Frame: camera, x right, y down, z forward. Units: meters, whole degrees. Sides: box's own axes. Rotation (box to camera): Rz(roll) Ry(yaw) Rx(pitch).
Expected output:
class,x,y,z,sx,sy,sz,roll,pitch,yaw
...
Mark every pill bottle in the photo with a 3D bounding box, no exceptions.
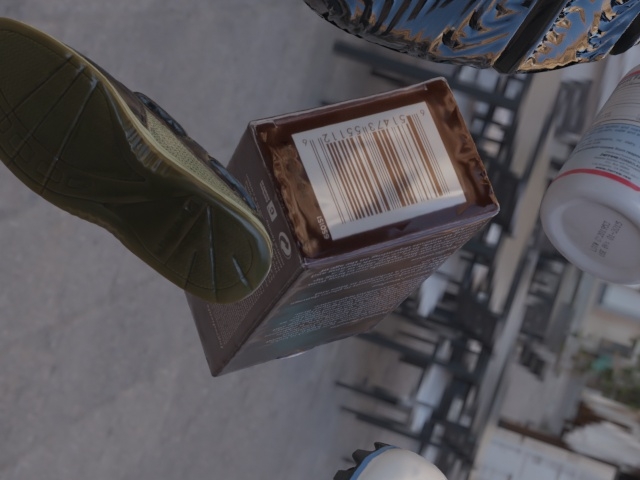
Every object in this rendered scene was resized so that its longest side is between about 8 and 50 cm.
class,x,y,z,sx,sy,sz,roll,pitch,yaw
pill bottle,0.208,-0.056,0.872,0.160,0.087,0.087,-52,158,-29

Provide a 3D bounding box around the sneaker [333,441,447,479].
class,x,y,z,sx,sy,sz,roll,pitch,yaw
sneaker,0.063,0.176,0.570,0.085,0.086,0.237,-45,127,-35

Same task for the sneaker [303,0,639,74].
class,x,y,z,sx,sy,sz,roll,pitch,yaw
sneaker,0.115,-0.227,0.520,0.447,0.257,0.169,-21,162,-35

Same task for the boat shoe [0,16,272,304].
class,x,y,z,sx,sy,sz,roll,pitch,yaw
boat shoe,-0.120,-0.048,0.849,0.080,0.223,0.073,-50,-176,11

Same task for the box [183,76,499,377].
class,x,y,z,sx,sy,sz,roll,pitch,yaw
box,0.000,0.000,1.321,0.381,0.191,0.143,126,-54,-64
